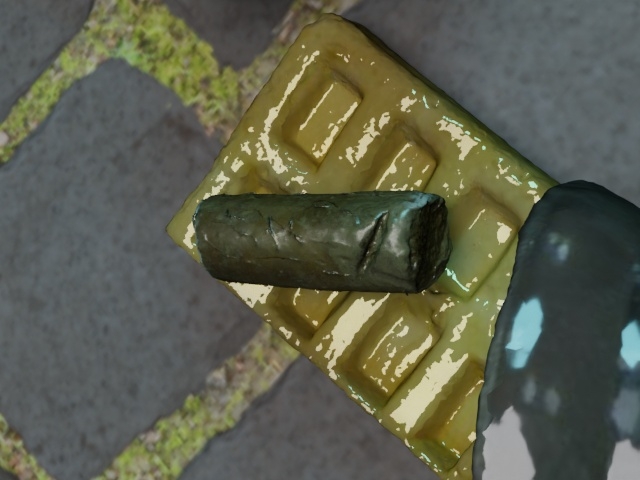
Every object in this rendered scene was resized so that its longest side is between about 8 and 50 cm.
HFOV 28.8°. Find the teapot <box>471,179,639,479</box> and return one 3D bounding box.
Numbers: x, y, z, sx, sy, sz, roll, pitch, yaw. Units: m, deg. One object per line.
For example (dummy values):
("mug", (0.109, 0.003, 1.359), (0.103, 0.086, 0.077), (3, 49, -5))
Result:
("teapot", (0.251, 0.067, 0.471), (0.361, 0.306, 0.376), (2, 54, 21))

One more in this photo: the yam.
("yam", (0.000, 0.000, 0.656), (0.132, 0.054, 0.054), (2, 86, 25))

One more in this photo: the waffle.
("waffle", (0.050, 0.008, 0.693), (0.274, 0.057, 0.168), (41, 102, 22))
